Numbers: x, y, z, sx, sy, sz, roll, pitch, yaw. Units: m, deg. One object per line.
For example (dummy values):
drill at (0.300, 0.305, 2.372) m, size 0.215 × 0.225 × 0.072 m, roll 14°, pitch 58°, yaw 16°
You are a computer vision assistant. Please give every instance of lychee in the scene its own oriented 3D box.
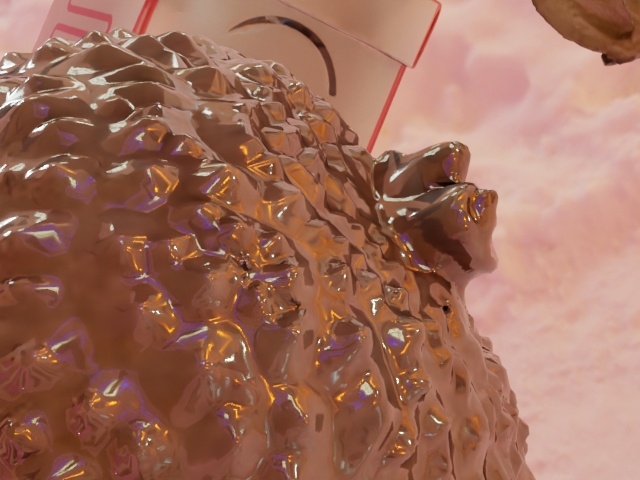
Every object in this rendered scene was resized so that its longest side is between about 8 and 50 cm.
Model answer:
lychee at (-0.094, 0.091, 0.619) m, size 0.432 × 0.380 × 0.380 m, roll -35°, pitch 42°, yaw 15°

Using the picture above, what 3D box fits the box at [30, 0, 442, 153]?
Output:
box at (-0.117, -0.197, 1.346) m, size 0.312 × 0.314 × 0.300 m, roll 28°, pitch 96°, yaw 58°

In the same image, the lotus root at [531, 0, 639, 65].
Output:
lotus root at (0.301, -0.297, 1.075) m, size 0.149 × 0.260 × 0.267 m, roll -31°, pitch 3°, yaw -35°
